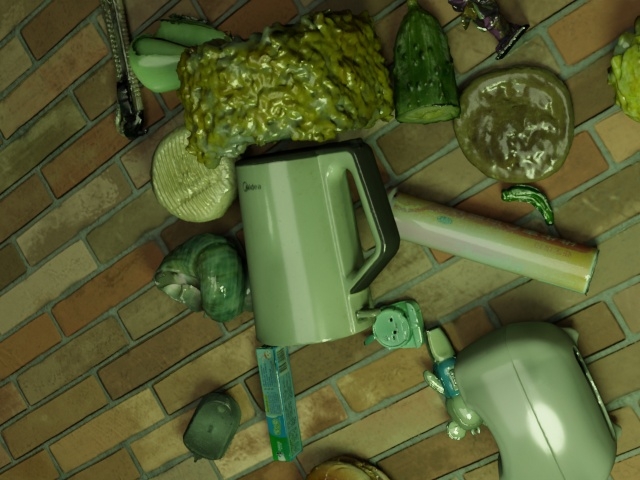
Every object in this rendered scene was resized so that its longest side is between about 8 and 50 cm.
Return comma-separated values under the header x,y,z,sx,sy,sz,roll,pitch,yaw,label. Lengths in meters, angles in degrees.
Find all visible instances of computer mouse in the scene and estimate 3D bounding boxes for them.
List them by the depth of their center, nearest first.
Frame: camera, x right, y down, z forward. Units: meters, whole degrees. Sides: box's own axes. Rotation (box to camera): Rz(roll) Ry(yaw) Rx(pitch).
x,y,z,sx,sy,sz,roll,pitch,yaw,label
-0.250,0.434,2.033,0.113,0.068,0.229,29,121,2,computer mouse

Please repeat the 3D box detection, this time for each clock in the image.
x,y,z,sx,sy,sz,roll,pitch,yaw,label
0.152,0.184,1.824,0.135,0.041,0.101,-13,94,25,clock

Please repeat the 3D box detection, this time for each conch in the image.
x,y,z,sx,sy,sz,roll,pitch,yaw,label
-0.296,-0.412,1.862,0.250,0.143,0.137,-22,133,13,conch
-0.235,0.089,1.910,0.277,0.195,0.220,14,128,-3,conch

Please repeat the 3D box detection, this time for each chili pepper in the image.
x,y,z,sx,sy,sz,roll,pitch,yaw,label
0.408,-0.078,1.671,0.118,0.035,0.055,29,123,6,chili pepper

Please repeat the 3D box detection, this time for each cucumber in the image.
x,y,z,sx,sy,sz,roll,pitch,yaw,label
0.194,-0.347,1.657,0.134,0.134,0.244,-10,84,24,cucumber

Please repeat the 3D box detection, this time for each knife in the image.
x,y,z,sx,sy,sz,roll,pitch,yaw,label
-0.462,-0.412,1.973,0.089,0.043,0.365,-6,97,23,knife

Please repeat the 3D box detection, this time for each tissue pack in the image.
x,y,z,sx,sy,sz,roll,pitch,yaw,label
0.418,0.321,1.632,0.236,0.229,0.333,-25,90,17,tissue pack

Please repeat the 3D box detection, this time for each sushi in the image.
x,y,z,sx,sy,sz,roll,pitch,yaw,label
-0.078,-0.291,1.644,0.351,0.396,0.240,-6,102,32,sushi

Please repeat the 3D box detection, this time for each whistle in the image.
x,y,z,sx,sy,sz,roll,pitch,yaw,label
0.273,0.289,1.778,0.114,0.077,0.236,-23,84,-4,whistle

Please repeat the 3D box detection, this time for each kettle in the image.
x,y,z,sx,sy,sz,roll,pitch,yaw,label
0.000,0.000,1.717,0.361,0.250,0.377,-3,99,46,kettle

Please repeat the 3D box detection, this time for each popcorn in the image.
x,y,z,sx,sy,sz,roll,pitch,yaw,label
0.582,-0.303,1.487,0.198,0.198,0.212,-43,56,24,popcorn

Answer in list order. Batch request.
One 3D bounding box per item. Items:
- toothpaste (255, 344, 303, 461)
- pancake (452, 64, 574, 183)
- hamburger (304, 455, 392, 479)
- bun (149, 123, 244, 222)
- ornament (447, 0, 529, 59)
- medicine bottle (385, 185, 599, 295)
x,y,z,sx,sy,sz,roll,pitch,yaw,label
-0.092,0.361,1.950,0.050,0.065,0.267,-5,98,24,toothpaste
0.371,-0.223,1.647,0.241,0.050,0.242,4,102,21,pancake
0.065,0.611,1.894,0.243,0.146,0.286,-22,92,32,hamburger
-0.259,-0.153,1.886,0.220,0.134,0.220,2,95,18,bun
0.294,-0.432,1.626,0.203,0.081,0.088,43,112,13,ornament
0.321,0.000,1.688,0.426,0.108,0.108,17,106,17,medicine bottle
